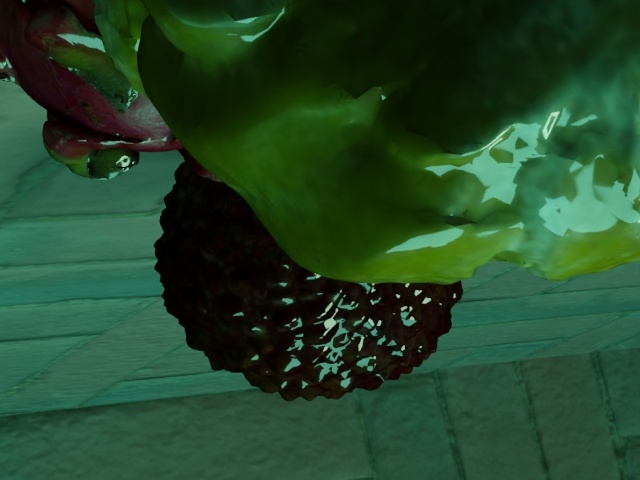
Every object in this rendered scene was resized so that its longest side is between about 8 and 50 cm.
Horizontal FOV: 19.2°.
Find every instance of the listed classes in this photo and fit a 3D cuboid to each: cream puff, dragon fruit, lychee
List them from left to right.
[{"bbox_3d":[-0.099,-0.147,1.007,0.218,0.198,0.272,13,153,24],"label":"dragon fruit"},{"bbox_3d":[0.000,0.000,1.510,0.264,0.264,0.300,-2,166,-35],"label":"lychee"},{"bbox_3d":[0.070,-0.154,0.811,0.378,0.378,0.275,-13,166,7],"label":"cream puff"}]
